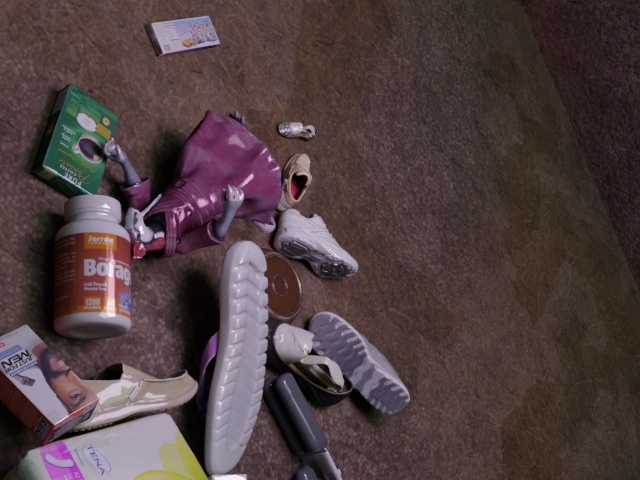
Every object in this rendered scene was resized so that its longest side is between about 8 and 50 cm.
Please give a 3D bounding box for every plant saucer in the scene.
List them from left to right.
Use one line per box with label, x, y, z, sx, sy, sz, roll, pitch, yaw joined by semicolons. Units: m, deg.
plant saucer;-0.090;0.093;1.982;0.168;0.029;0.168;26;54;-42

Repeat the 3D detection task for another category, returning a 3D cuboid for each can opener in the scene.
can opener;-0.032;0.388;1.878;0.093;0.074;0.280;-29;97;-52

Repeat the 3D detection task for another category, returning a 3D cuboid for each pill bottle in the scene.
pill bottle;-0.365;0.042;1.580;0.121;0.121;0.216;17;61;-47

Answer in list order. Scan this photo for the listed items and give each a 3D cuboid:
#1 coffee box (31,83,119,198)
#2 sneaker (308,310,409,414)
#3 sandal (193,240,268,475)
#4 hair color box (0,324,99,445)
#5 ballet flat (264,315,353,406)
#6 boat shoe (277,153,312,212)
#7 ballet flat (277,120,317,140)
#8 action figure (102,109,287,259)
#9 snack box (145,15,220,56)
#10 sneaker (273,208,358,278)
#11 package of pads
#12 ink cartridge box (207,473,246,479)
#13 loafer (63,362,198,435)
coffee box;-0.415;-0.164;1.679;0.113;0.040;0.184;35;48;-37
sneaker;0.070;0.251;2.081;0.281;0.105;0.115;49;7;-19
sandal;-0.170;0.207;1.769;0.169;0.102;0.416;28;67;-64
hair color box;-0.415;0.207;1.434;0.167;0.053;0.093;42;34;13
ballet flat;-0.034;0.225;1.933;0.280;0.096;0.095;43;45;-31
boat shoe;-0.048;-0.128;2.110;0.063;0.059;0.170;47;42;-27
ballet flat;-0.047;-0.247;2.183;0.114;0.041;0.041;3;71;-51
action figure;-0.247;-0.069;1.784;0.248;0.275;0.370;36;54;15
snack box;-0.274;-0.413;1.987;0.178;0.022;0.064;-26;94;-53
sneaker;0.000;0.000;2.090;0.232;0.090;0.115;34;46;-40
package of pads;-0.299;0.390;1.463;0.297;0.101;0.229;-5;54;-52
ink cartridge box;-0.161;0.492;1.604;0.067;0.115;0.198;7;60;-30
loafer;-0.307;0.239;1.578;0.269;0.102;0.092;-9;84;-51
